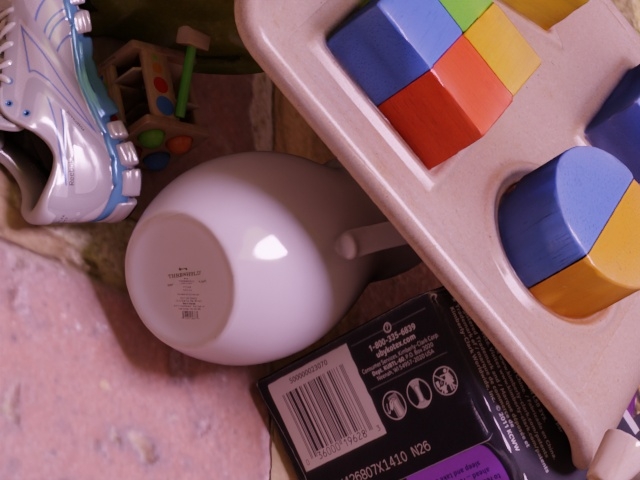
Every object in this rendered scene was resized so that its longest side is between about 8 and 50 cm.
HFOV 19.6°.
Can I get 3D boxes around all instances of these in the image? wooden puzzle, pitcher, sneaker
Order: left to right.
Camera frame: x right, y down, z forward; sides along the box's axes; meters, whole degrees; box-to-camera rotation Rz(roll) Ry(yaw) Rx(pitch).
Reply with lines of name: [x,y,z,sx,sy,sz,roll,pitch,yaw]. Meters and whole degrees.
sneaker: [-0.173,-0.095,1.078,0.083,0.071,0.190,-16,78,-45]
pitcher: [0.000,0.000,1.115,0.207,0.178,0.125,-18,97,-52]
wooden puzzle: [0.135,-0.088,1.113,0.348,0.080,0.322,53,40,-11]

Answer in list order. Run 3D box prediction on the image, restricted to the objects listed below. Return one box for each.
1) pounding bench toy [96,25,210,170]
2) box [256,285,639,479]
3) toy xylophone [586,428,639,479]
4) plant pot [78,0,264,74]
pounding bench toy: [-0.097,-0.086,1.139,0.052,0.083,0.065,10,58,-44]
box: [0.119,0.094,1.189,0.270,0.165,0.143,-16,80,-51]
toy xylophone: [0.133,0.241,1.037,0.081,0.236,0.322,31,72,18]
plant pot: [-0.061,-0.255,1.174,0.276,0.276,0.254,27,60,-34]
